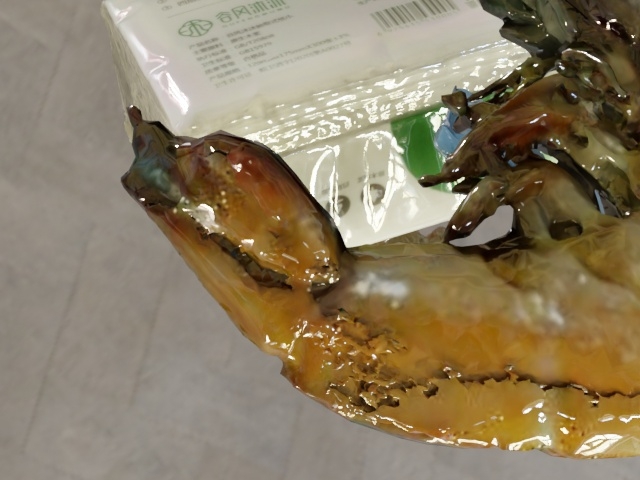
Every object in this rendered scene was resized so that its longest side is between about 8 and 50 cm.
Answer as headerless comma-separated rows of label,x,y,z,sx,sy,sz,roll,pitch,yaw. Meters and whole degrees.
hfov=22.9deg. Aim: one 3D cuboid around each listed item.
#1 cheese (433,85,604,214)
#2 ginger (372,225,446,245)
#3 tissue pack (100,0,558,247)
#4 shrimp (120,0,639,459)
cheese,0.185,-0.019,1.085,0.245,0.052,0.135,33,27,-4
ginger,0.002,0.001,1.672,0.122,0.290,0.084,-42,129,-35
tissue pack,0.017,-0.133,1.379,0.356,0.194,0.266,-17,39,-12
shrimp,0.033,-0.068,0.461,0.222,0.054,0.290,-18,76,-24
